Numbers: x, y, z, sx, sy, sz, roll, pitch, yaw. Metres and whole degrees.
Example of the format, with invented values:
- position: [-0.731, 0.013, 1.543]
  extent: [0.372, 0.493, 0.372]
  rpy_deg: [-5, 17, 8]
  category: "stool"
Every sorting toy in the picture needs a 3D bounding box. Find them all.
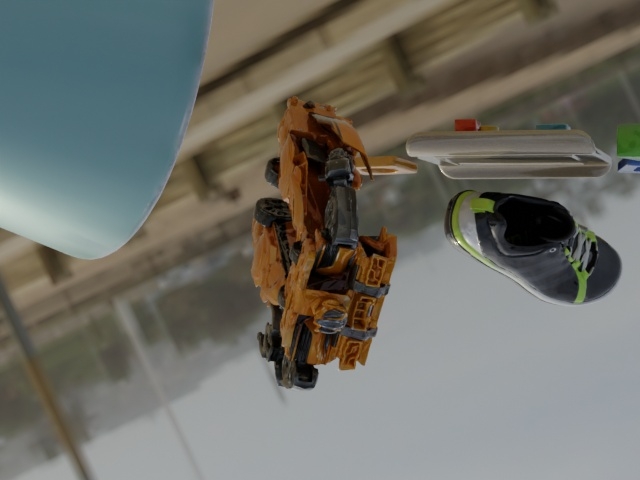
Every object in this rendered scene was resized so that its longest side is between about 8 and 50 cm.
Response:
- position: [0.188, -0.096, 1.924]
  extent: [0.348, 0.047, 0.196]
  rpy_deg: [0, 174, 14]
  category: "sorting toy"

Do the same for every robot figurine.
- position: [0.000, 0.000, 1.654]
  extent: [0.085, 0.211, 0.291]
  rpy_deg: [9, -154, -14]
  category: "robot figurine"

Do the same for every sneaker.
- position: [0.229, 0.008, 1.944]
  extent: [0.235, 0.084, 0.097]
  rpy_deg: [18, 163, -33]
  category: "sneaker"

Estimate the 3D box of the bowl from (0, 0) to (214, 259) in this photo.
- position: [-0.192, -0.147, 1.087]
  extent: [0.163, 0.311, 0.311]
  rpy_deg: [4, 166, -27]
  category: "bowl"
